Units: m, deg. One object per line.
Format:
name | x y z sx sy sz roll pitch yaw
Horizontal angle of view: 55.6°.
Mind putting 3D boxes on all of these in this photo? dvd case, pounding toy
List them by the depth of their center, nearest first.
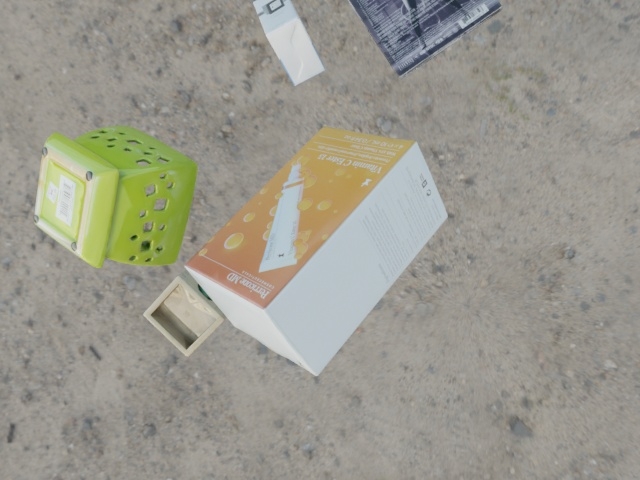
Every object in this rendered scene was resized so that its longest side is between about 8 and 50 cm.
dvd case | 0.126 -0.363 0.863 0.165 0.018 0.221 -33 77 13
pounding toy | -0.210 0.116 1.090 0.130 0.100 0.141 44 111 -2

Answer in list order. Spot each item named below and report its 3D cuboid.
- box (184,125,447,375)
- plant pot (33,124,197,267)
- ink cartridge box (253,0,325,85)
box | 0.000 0.000 0.959 0.215 0.168 0.345 20 61 45
plant pot | -0.401 -0.083 1.159 0.227 0.207 0.228 29 113 29
ink cartridge box | -0.057 -0.353 1.026 0.060 0.104 0.180 -27 42 8
